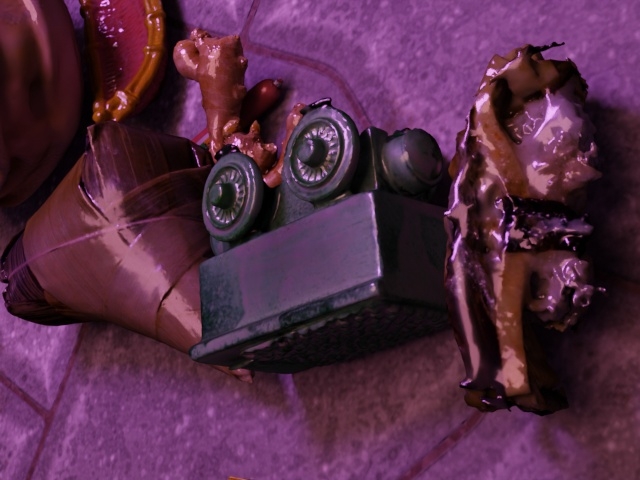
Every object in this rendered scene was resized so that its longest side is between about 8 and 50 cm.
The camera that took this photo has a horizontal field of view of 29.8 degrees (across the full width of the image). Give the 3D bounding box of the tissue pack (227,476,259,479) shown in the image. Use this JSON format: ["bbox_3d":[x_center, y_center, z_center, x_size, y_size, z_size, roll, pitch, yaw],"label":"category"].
[{"bbox_3d":[-0.046,0.302,1.056,0.062,0.095,0.176,1,79,46],"label":"tissue pack"}]

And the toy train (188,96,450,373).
[{"bbox_3d":[0.000,0.000,1.071,0.266,0.145,0.202,-22,66,40],"label":"toy train"}]

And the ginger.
[{"bbox_3d":[-0.085,-0.121,1.228,0.193,0.052,0.176,13,95,34],"label":"ginger"}]

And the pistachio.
[{"bbox_3d":[-0.454,-0.205,1.495,0.445,0.281,0.365,2,106,53],"label":"pistachio"}]

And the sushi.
[{"bbox_3d":[0.165,-0.006,0.938,0.131,0.139,0.291,-5,74,24],"label":"sushi"}]

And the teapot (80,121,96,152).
[{"bbox_3d":[-0.273,-0.089,1.450,0.043,0.042,0.111,-29,54,36],"label":"teapot"}]

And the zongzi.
[{"bbox_3d":[-0.208,0.075,1.266,0.289,0.154,0.318,-44,57,37],"label":"zongzi"}]

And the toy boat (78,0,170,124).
[{"bbox_3d":[-0.241,-0.252,1.428,0.141,0.099,0.318,-33,53,30],"label":"toy boat"}]

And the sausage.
[{"bbox_3d":[-0.116,-0.111,1.303,0.223,0.029,0.029,-36,54,32],"label":"sausage"}]
